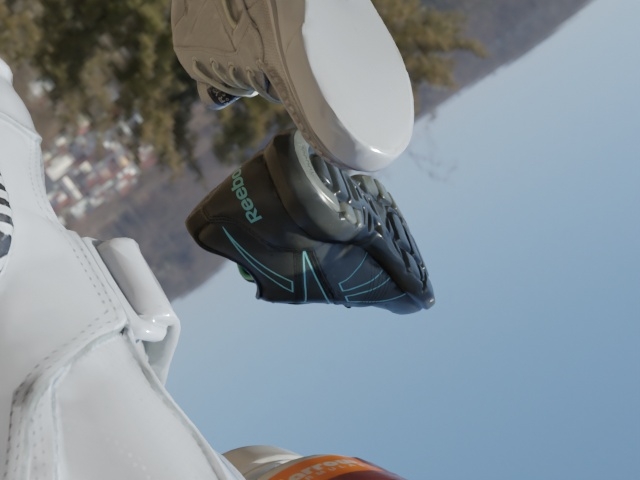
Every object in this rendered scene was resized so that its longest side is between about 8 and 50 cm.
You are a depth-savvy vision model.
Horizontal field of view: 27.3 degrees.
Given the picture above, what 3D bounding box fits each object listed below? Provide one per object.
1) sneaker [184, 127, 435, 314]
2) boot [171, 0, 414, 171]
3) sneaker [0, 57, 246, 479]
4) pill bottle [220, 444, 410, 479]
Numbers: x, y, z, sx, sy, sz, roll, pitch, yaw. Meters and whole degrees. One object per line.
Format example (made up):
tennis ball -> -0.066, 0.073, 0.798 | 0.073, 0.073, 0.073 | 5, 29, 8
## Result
sneaker -> 0.000, 0.000, 0.967 | 0.106, 0.101, 0.267 | -29, 149, 15
boot -> -0.027, -0.118, 0.859 | 0.123, 0.095, 0.258 | -43, -136, 31
sneaker -> -0.058, 0.088, 0.361 | 0.137, 0.210, 0.366 | -55, -152, 28
pill bottle -> 0.040, 0.297, 1.039 | 0.224, 0.224, 0.392 | -40, -154, -24
